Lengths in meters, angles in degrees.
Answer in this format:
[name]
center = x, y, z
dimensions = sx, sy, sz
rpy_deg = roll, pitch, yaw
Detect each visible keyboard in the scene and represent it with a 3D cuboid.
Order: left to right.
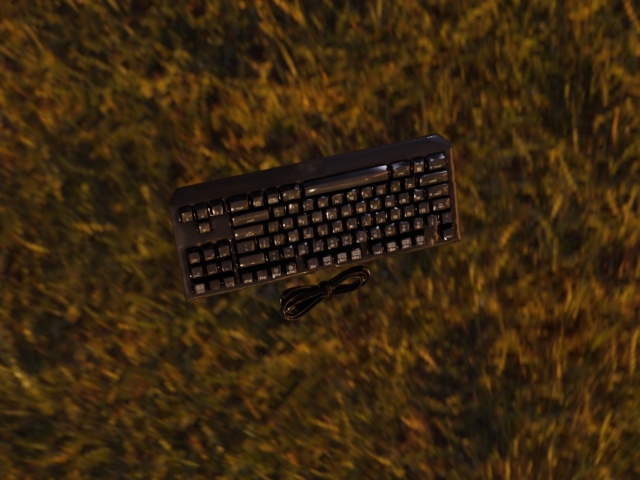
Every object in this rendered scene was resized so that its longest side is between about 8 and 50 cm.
[keyboard]
center = 0.000, 0.000, 1.105
dimensions = 0.180, 0.023, 0.108
rpy_deg = -12, 122, -8
